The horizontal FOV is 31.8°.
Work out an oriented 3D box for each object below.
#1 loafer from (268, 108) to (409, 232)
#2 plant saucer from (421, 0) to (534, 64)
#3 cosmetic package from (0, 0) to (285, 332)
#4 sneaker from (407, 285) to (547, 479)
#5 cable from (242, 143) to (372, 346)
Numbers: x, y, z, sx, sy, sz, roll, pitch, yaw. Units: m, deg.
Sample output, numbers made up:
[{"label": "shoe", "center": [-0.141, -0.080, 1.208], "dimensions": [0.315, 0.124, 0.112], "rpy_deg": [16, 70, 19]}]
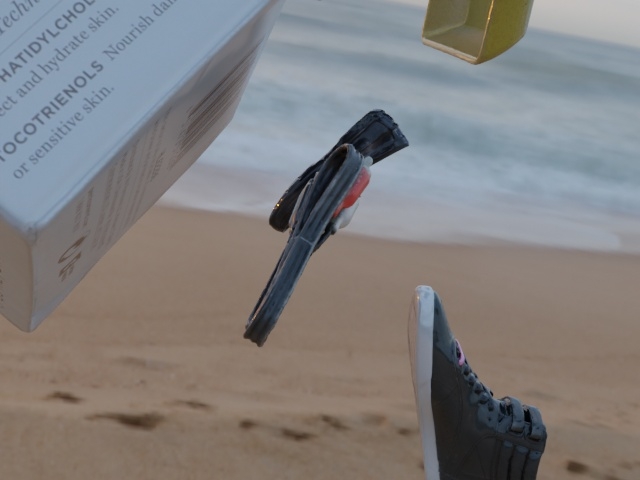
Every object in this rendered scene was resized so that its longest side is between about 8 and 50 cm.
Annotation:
[{"label": "loafer", "center": [0.023, -0.083, 1.526], "dimensions": [0.078, 0.223, 0.076], "rpy_deg": [47, 10, -1]}, {"label": "plant saucer", "center": [0.263, -0.439, 1.701], "dimensions": [0.081, 0.333, 0.333], "rpy_deg": [10, 14, -13]}, {"label": "cosmetic package", "center": [-0.290, -0.191, 0.977], "dimensions": [0.393, 0.327, 0.329], "rpy_deg": [40, -23, 1]}, {"label": "sneaker", "center": [0.181, 0.178, 1.295], "dimensions": [0.146, 0.296, 0.104], "rpy_deg": [-8, 22, 4]}, {"label": "cable", "center": [0.000, 0.000, 1.246], "dimensions": [0.072, 0.139, 0.287], "rpy_deg": [31, 42, -12]}]
